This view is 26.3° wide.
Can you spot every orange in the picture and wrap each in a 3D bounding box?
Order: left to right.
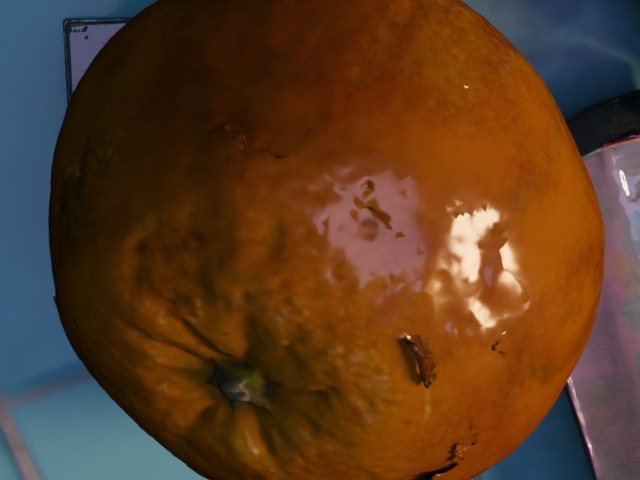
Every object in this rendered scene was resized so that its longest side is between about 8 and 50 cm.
[{"bbox_3d":[0.000,0.000,0.690,0.284,0.226,0.284,17,132,19],"label":"orange"}]

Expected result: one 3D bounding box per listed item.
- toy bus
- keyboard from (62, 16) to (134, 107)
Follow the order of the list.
[{"bbox_3d":[0.204,0.070,0.816,0.138,0.112,0.317,-18,104,8],"label":"toy bus"},{"bbox_3d":[-0.057,-0.102,0.784,0.176,0.014,0.055,-3,103,-6],"label":"keyboard"}]
